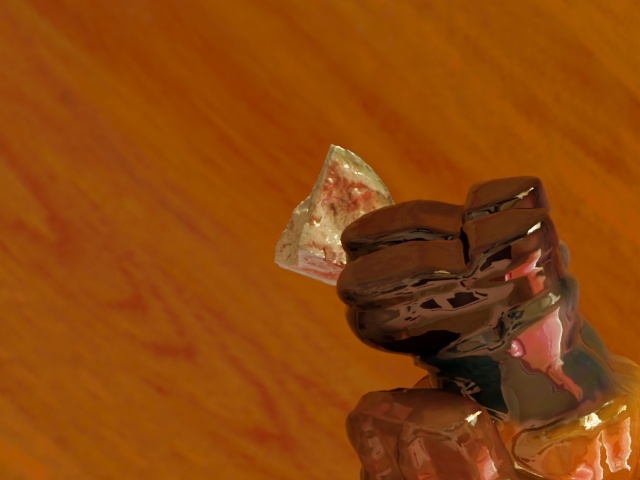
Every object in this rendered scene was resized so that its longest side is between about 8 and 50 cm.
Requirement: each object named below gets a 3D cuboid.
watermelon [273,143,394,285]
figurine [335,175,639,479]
[{"bbox_3d":[0.000,0.000,0.999,0.085,0.061,0.085,6,101,34],"label":"watermelon"},{"bbox_3d":[0.115,0.142,0.770,0.205,0.185,0.332,-2,105,5],"label":"figurine"}]
